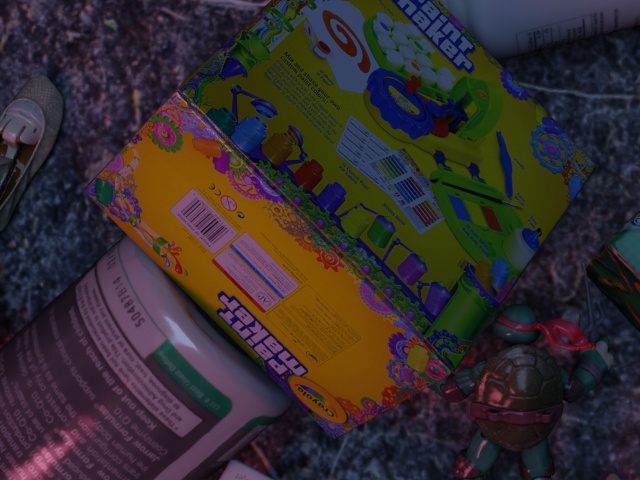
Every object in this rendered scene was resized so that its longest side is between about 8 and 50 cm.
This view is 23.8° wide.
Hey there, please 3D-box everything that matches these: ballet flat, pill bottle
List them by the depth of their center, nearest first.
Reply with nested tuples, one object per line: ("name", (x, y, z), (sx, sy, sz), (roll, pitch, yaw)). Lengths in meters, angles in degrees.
("pill bottle", (-0.214, 0.173, 1.315), (0.361, 0.204, 0.204), (-41, 80, 11))
("pill bottle", (0.197, -0.252, 1.347), (0.283, 0.160, 0.160), (-14, 82, 5))
("ballet flat", (-0.292, -0.081, 1.443), (0.057, 0.052, 0.168), (21, 86, 9))

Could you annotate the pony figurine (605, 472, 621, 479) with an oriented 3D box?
("pony figurine", (0.220, 0.382, 1.196), (0.302, 0.351, 0.363), (-18, 81, 34))

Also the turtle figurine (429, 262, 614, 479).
("turtle figurine", (0.162, 0.133, 1.313), (0.175, 0.118, 0.234), (6, 103, 8))

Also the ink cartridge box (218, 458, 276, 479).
("ink cartridge box", (-0.054, 0.357, 1.289), (0.198, 0.115, 0.273), (26, 72, 18))

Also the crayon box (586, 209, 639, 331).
("crayon box", (0.310, -0.011, 1.246), (0.165, 0.278, 0.081), (-42, 81, 1))

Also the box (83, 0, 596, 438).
("box", (0.023, -0.052, 1.239), (0.290, 0.177, 0.279), (46, 51, -5))
